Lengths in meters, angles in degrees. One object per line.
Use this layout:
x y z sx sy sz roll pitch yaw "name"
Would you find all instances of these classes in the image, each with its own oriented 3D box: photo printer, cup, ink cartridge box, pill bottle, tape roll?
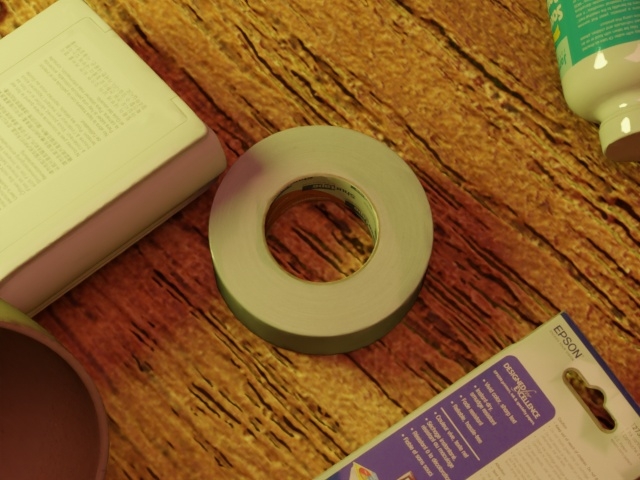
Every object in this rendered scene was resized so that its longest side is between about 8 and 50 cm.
-0.284 -0.070 1.709 0.307 0.107 0.256 -38 63 -16 "photo printer"
-0.377 0.148 1.513 0.331 0.331 0.237 -30 40 -11 "cup"
0.132 0.239 1.655 0.371 0.069 0.175 -34 75 -10 "ink cartridge box"
0.306 -0.217 1.775 0.146 0.146 0.264 -6 70 -4 "pill bottle"
0.000 0.000 1.732 0.219 0.072 0.219 0 70 -1 "tape roll"

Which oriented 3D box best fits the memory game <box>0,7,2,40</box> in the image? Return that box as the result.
-0.421 -0.215 1.829 0.186 0.012 0.186 0 71 -1 "memory game"
